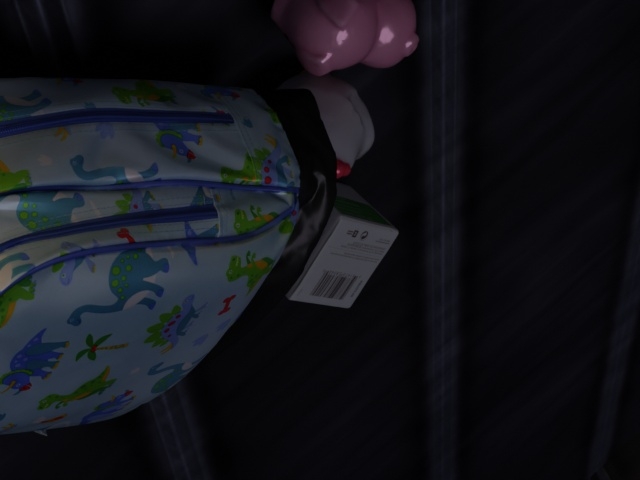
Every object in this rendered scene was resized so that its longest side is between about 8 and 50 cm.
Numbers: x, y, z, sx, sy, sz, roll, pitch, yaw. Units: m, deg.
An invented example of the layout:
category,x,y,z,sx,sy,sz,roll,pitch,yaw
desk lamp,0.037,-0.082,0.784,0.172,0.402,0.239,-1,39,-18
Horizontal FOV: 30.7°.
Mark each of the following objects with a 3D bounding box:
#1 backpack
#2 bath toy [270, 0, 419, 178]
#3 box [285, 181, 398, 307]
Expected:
category,x,y,z,sx,sy,sz,roll,pitch,yaw
backpack,-0.190,0.009,0.851,0.355,0.273,0.290,15,134,-38
bath toy,0.030,-0.194,0.955,0.151,0.129,0.348,14,119,-14
box,0.000,0.000,1.152,0.101,0.087,0.102,12,115,-51
